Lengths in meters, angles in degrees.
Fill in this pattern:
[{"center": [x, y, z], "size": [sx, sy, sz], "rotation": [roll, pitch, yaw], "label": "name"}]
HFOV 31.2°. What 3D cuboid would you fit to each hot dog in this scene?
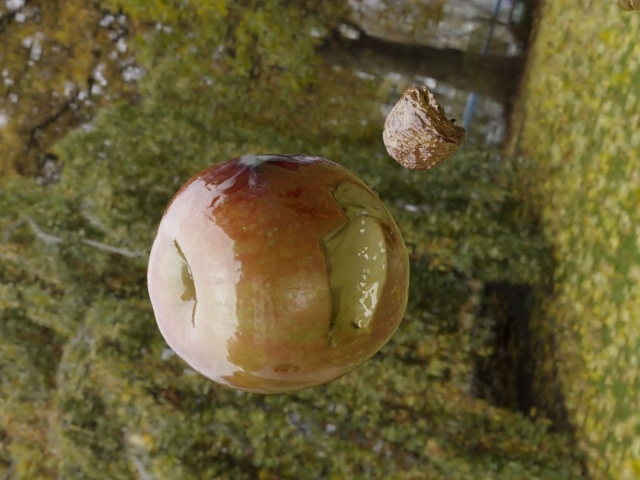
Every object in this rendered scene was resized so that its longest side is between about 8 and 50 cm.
[{"center": [0.126, -0.139, 1.411], "size": [0.065, 0.099, 0.147], "rotation": [-39, -7, -19], "label": "hot dog"}]

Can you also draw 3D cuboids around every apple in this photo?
[{"center": [-0.025, 0.025, 0.840], "size": [0.199, 0.199, 0.199], "rotation": [16, -90, -80], "label": "apple"}]

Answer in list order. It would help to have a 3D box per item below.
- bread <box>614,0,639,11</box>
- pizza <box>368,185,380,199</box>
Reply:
[{"center": [0.259, -0.198, 0.852], "size": [0.034, 0.088, 0.049], "rotation": [-68, -36, -57], "label": "bread"}, {"center": [0.000, 0.000, 1.485], "size": [0.184, 0.036, 0.176], "rotation": [-36, 14, 28], "label": "pizza"}]
